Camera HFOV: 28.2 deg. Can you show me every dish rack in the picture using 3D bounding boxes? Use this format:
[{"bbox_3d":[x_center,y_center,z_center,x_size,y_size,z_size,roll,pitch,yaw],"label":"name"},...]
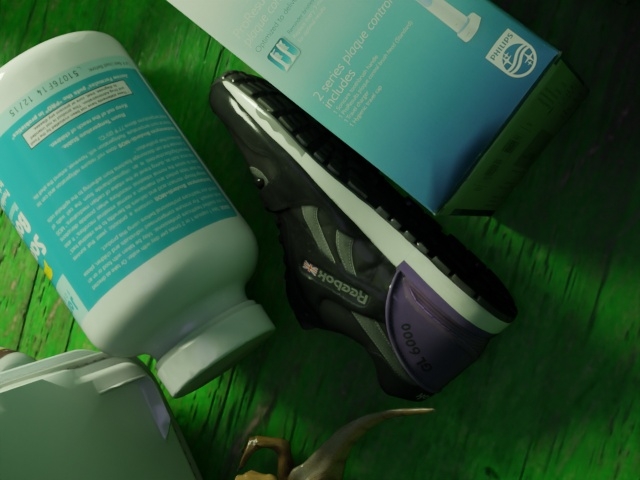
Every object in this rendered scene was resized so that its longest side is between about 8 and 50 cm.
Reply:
[{"bbox_3d":[-0.154,0.237,0.886,0.072,0.286,0.332,-31,81,35],"label":"dish rack"}]

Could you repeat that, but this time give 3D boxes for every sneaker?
[{"bbox_3d":[0.000,0.000,0.936,0.283,0.107,0.124,45,108,11],"label":"sneaker"}]

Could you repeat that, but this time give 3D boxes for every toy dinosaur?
[{"bbox_3d":[-0.007,0.185,0.970,0.112,0.064,0.211,22,107,-3],"label":"toy dinosaur"}]

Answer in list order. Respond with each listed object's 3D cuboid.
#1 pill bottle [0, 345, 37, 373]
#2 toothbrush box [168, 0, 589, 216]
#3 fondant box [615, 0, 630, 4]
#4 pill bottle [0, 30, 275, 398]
[{"bbox_3d":[-0.339,0.123,1.027,0.215,0.117,0.117,14,95,16],"label":"pill bottle"},{"bbox_3d":[0.022,-0.152,0.865,0.295,0.216,0.126,40,101,11],"label":"toothbrush box"},{"bbox_3d":[0.187,-0.365,0.876,0.238,0.096,0.330,31,100,14],"label":"fondant box"},{"bbox_3d":[-0.145,-0.015,0.952,0.146,0.146,0.264,-38,80,14],"label":"pill bottle"}]
